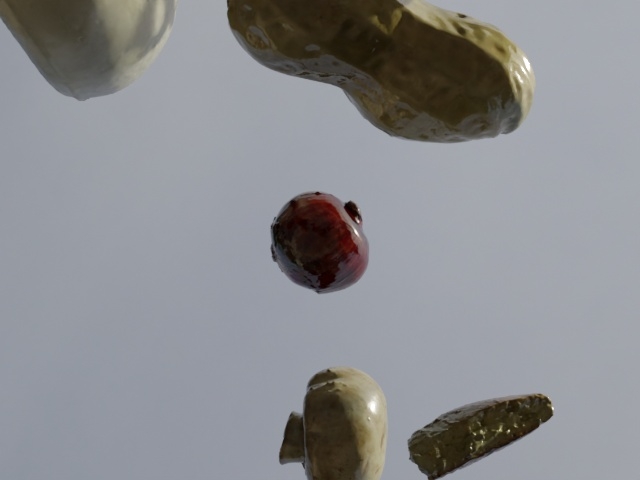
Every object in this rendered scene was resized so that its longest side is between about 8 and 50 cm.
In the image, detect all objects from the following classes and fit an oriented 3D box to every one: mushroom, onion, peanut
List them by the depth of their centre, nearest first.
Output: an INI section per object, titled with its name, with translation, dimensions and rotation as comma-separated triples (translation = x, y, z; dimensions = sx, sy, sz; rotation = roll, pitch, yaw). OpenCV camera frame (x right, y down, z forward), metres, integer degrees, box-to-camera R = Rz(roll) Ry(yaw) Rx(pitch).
[peanut]
translation = 0.052, -0.171, 0.948
dimensions = 0.130, 0.290, 0.130
rotation = -60, -169, 20
[mushroom]
translation = 0.017, 0.230, 1.275
dimensions = 0.127, 0.166, 0.166
rotation = 5, -124, 1
[onion]
translation = 0.000, 0.000, 1.294
dimensions = 0.131, 0.131, 0.131
rotation = -16, -130, 20

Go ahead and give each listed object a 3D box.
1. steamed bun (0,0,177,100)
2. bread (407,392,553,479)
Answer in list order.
[steamed bun]
translation = -0.238, -0.279, 1.013
dimensions = 0.177, 0.283, 0.283
rotation = -35, -134, -4
[bread]
translation = 0.150, 0.174, 0.994
dimensions = 0.136, 0.154, 0.054
rotation = -24, -97, 9
